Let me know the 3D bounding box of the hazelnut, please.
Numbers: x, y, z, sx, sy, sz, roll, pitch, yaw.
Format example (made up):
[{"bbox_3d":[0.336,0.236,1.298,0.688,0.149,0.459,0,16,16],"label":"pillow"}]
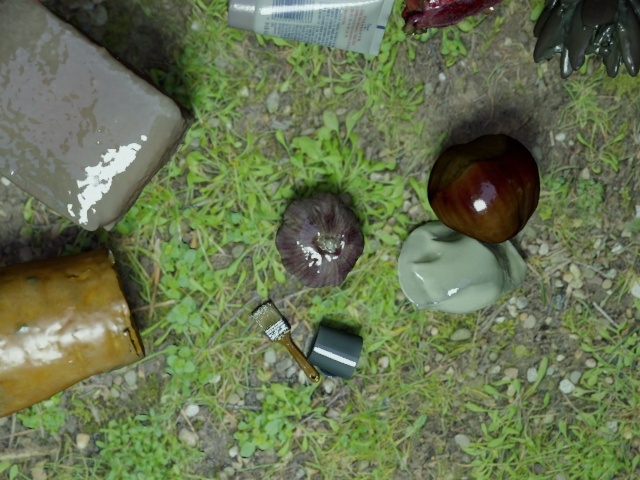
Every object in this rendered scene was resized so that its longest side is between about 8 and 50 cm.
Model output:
[{"bbox_3d":[0.257,-0.077,1.138,0.178,0.204,0.178,2,105,9],"label":"hazelnut"}]

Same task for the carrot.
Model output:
[{"bbox_3d":[-0.451,0.140,1.082,0.340,0.224,0.224,-18,100,-12],"label":"carrot"}]

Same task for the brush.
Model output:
[{"bbox_3d":[-0.054,0.179,1.234,0.043,0.014,0.170,-36,101,1],"label":"brush"}]

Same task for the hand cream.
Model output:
[{"bbox_3d":[-0.017,-0.353,1.115,0.247,0.133,0.083,10,66,-6],"label":"hand cream"}]

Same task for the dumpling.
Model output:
[{"bbox_3d":[0.234,0.037,1.204,0.215,0.126,0.166,-16,73,5],"label":"dumpling"}]

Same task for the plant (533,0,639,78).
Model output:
[{"bbox_3d":[0.455,-0.403,1.118,0.181,0.194,0.321,14,94,-5],"label":"plant"}]

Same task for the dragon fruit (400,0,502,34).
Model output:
[{"bbox_3d":[0.211,-0.401,1.095,0.282,0.211,0.147,-24,101,23],"label":"dragon fruit"}]

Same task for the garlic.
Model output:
[{"bbox_3d":[0.000,0.000,1.169,0.147,0.102,0.159,0,98,-5],"label":"garlic"}]

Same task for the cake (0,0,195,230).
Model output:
[{"bbox_3d":[-0.358,-0.181,1.038,0.309,0.237,0.230,34,96,-12],"label":"cake"}]

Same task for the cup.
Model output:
[{"bbox_3d":[0.019,0.194,1.220,0.077,0.078,0.100,21,126,-4],"label":"cup"}]
